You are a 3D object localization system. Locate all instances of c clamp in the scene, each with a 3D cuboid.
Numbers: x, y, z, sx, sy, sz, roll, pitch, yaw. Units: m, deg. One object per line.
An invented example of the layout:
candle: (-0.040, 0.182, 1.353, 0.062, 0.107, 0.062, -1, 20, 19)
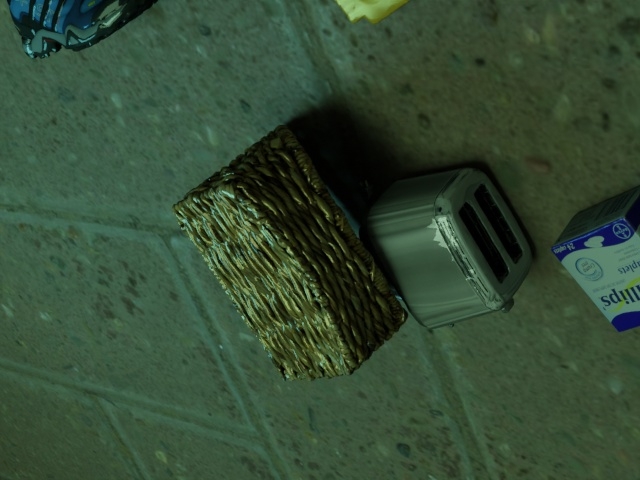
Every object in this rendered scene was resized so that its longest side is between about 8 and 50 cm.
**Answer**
c clamp: (0.116, 0.041, 1.719, 0.137, 0.022, 0.161, 16, 139, 41)

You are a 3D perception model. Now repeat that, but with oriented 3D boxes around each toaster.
toaster: (0.158, 0.000, 1.540, 0.146, 0.129, 0.227, -13, 115, 46)

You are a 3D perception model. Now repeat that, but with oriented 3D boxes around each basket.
basket: (0.000, 0.000, 1.587, 0.299, 0.223, 0.213, 57, 148, -9)

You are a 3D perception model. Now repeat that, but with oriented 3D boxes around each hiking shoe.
hiking shoe: (-0.345, -0.335, 1.692, 0.304, 0.113, 0.132, -5, 121, 45)

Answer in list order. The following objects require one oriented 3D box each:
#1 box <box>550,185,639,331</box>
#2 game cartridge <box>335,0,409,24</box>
box: (0.359, 0.022, 1.409, 0.137, 0.072, 0.126, 48, 146, -9)
game cartridge: (0.028, -0.404, 1.304, 0.324, 0.053, 0.285, 51, 145, -9)
